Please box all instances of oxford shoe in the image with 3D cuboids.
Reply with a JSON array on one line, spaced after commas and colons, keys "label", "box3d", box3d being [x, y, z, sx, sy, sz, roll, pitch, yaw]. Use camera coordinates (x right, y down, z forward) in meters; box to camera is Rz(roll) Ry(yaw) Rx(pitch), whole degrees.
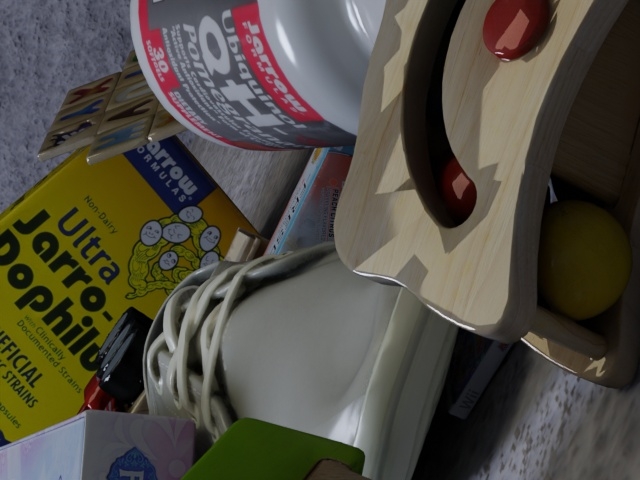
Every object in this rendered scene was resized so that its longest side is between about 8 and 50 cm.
[{"label": "oxford shoe", "box3d": [-0.027, 0.073, 0.902, 0.449, 0.130, 0.169, 164, 129, -77]}]

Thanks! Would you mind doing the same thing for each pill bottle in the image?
[{"label": "pill bottle", "box3d": [0.021, -0.142, 0.948, 0.318, 0.176, 0.176, 3, 68, 64]}]

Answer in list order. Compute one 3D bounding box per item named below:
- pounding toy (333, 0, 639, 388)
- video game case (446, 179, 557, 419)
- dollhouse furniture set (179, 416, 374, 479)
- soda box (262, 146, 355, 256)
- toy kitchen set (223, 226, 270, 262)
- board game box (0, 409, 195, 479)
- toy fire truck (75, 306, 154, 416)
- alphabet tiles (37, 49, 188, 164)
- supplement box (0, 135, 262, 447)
[{"label": "pounding toy", "box3d": [0.125, -0.074, 0.632, 0.154, 0.155, 0.269, -3, 70, 47]}, {"label": "video game case", "box3d": [0.091, 0.014, 0.766, 0.087, 0.011, 0.122, -86, 22, -63]}, {"label": "dollhouse furniture set", "box3d": [-0.022, 0.255, 0.644, 0.197, 0.151, 0.301, -44, -31, -56]}, {"label": "soda box", "box3d": [0.000, 0.000, 1.149, 0.063, 0.058, 0.183, -108, 43, -75]}, {"label": "toy kitchen set", "box3d": [-0.034, 0.018, 1.259, 0.075, 0.068, 0.083, -125, 59, -79]}, {"label": "board game box", "box3d": [-0.158, 0.273, 0.959, 0.318, 0.066, 0.318, 154, 121, -66]}, {"label": "toy fire truck", "box3d": [-0.154, 0.204, 1.308, 0.246, 0.158, 0.217, -56, 10, -2]}, {"label": "alphabet tiles", "box3d": [-0.085, -0.161, 1.460, 0.342, 0.011, 0.285, -19, 22, 10]}, {"label": "supplement box", "box3d": [-0.245, 0.051, 1.564, 0.356, 0.194, 0.195, -41, 10, -4]}]
